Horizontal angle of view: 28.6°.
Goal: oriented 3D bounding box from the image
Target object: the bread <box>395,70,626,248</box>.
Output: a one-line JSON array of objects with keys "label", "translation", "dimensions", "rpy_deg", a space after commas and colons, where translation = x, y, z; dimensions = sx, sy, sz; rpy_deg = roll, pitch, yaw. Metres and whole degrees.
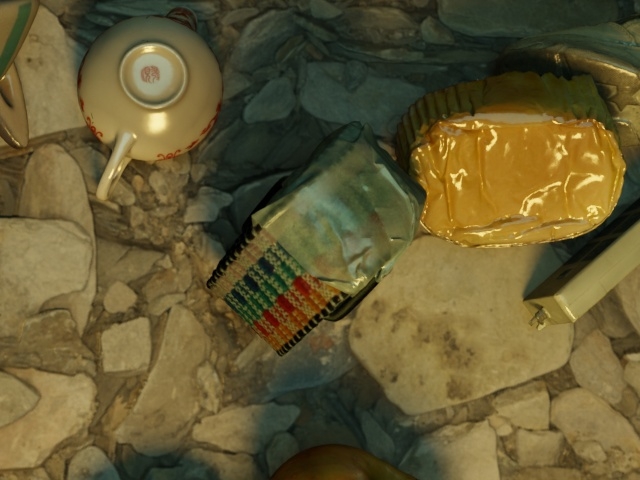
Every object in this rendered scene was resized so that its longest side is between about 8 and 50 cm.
[{"label": "bread", "translation": [0.210, -0.095, 1.420], "dimensions": [0.250, 0.133, 0.179], "rpy_deg": [-8, 114, 3]}]

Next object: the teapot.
[{"label": "teapot", "translation": [-0.193, -0.158, 1.392], "dimensions": [0.159, 0.116, 0.245], "rpy_deg": [32, 82, -16]}]

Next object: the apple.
[{"label": "apple", "translation": [0.038, 0.323, 1.310], "dimensions": [0.235, 0.210, 0.173], "rpy_deg": [35, 103, 4]}]

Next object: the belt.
[{"label": "belt", "translation": [0.000, 0.000, 1.327], "dimensions": [0.150, 0.257, 0.207], "rpy_deg": [42, 41, -1]}]

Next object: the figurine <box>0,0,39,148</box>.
[{"label": "figurine", "translation": [-0.449, -0.228, 1.267], "dimensions": [0.361, 0.266, 0.377], "rpy_deg": [-20, 85, -8]}]

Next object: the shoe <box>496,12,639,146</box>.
[{"label": "shoe", "translation": [0.390, -0.213, 1.503], "dimensions": [0.342, 0.132, 0.210], "rpy_deg": [7, 40, 16]}]

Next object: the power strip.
[{"label": "power strip", "translation": [0.378, -0.015, 1.477], "dimensions": [0.367, 0.106, 0.043], "rpy_deg": [-39, 93, -15]}]
